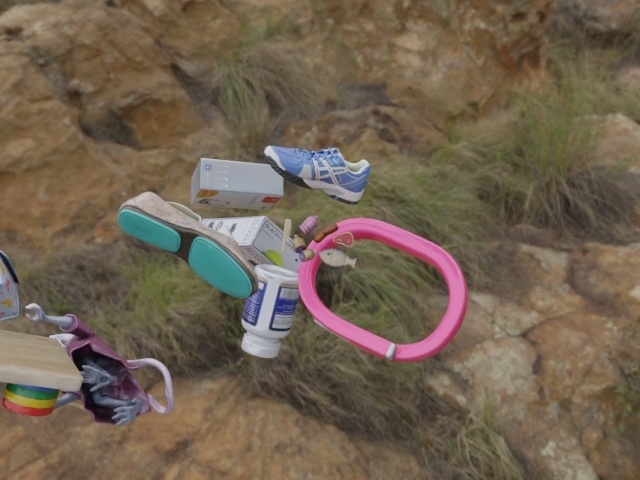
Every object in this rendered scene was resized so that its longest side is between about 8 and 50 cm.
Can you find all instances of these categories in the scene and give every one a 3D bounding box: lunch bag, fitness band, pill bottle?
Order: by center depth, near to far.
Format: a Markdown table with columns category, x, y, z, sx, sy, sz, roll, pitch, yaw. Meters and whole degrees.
| category | x | y | z | sx | sy | sz | roll | pitch | yaw |
| --- | --- | --- | --- | --- | --- | --- | --- | --- | --- |
| lunch bag | -0.410 | 0.048 | 0.889 | 0.053 | 0.071 | 0.083 | -15 | 49 | -14 |
| fitness band | 0.098 | 0.077 | 1.171 | 0.290 | 0.054 | 0.209 | 25 | 78 | 25 |
| pill bottle | -0.112 | 0.155 | 1.555 | 0.112 | 0.187 | 0.112 | 15 | 8 | -2 |

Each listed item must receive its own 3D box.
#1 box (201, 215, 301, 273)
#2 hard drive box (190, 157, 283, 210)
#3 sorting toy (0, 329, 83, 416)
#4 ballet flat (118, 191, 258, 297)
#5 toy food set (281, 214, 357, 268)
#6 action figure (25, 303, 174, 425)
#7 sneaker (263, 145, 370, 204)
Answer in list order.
| category | x | y | z | sx | sy | sz | roll | pitch | yaw |
| --- | --- | --- | --- | --- | --- | --- | --- | --- | --- |
| box | -0.190 | 0.023 | 1.807 | 0.290 | 0.169 | 0.087 | 0 | 54 | 48 |
| hard drive box | -0.237 | -0.155 | 1.997 | 0.232 | 0.089 | 0.181 | 3 | -12 | -17 |
| sorting toy | -0.583 | 0.229 | 1.252 | 0.257 | 0.089 | 0.255 | 16 | 0 | -32 |
| ballet flat | -0.240 | -0.006 | 1.387 | 0.316 | 0.108 | 0.106 | 32 | 38 | 3 |
| toy food set | 0.000 | 0.000 | 1.125 | 0.122 | 0.078 | 0.019 | 8 | -1 | 3 |
| action figure | -0.534 | 0.270 | 1.667 | 0.275 | 0.248 | 0.370 | -6 | 14 | -30 |
| sneaker | -0.005 | -0.137 | 1.281 | 0.211 | 0.081 | 0.080 | 16 | 28 | -30 |
